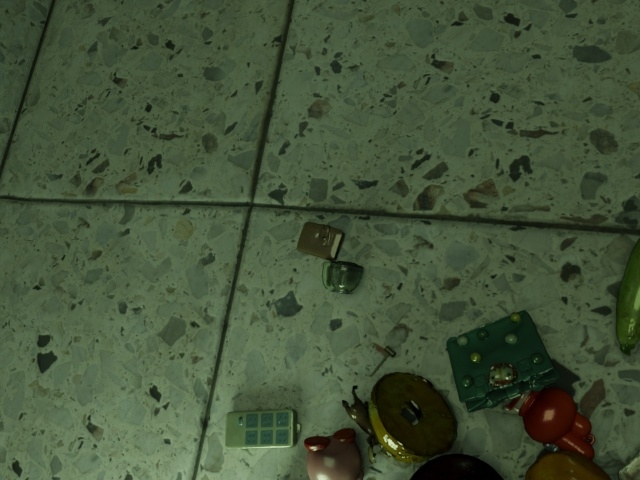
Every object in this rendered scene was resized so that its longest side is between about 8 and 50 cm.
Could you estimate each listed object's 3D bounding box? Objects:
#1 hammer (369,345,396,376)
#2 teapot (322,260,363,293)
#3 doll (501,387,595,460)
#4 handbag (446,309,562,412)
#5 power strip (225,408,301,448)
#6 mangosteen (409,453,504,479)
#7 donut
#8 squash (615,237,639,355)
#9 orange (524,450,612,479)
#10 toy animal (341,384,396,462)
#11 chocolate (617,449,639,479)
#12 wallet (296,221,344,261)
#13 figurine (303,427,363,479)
[{"bbox_3d":[0.191,0.384,1.903,0.035,0.019,0.110,39,95,26],"label":"hammer"},{"bbox_3d":[0.062,0.121,1.982,0.149,0.111,0.108,9,91,18],"label":"teapot"},{"bbox_3d":[0.623,0.478,1.648,0.290,0.130,0.161,36,86,18],"label":"doll"},{"bbox_3d":[0.493,0.322,1.679,0.268,0.100,0.274,-23,23,15],"label":"handbag"},{"bbox_3d":[-0.195,0.611,1.959,0.270,0.046,0.118,-8,71,19],"label":"power strip"},{"bbox_3d":[0.373,0.715,1.554,0.346,0.306,0.307,7,73,57],"label":"mangosteen"},{"bbox_3d":[0.253,0.511,1.731,0.272,0.272,0.107,48,135,26],"label":"donut"},{"bbox_3d":[0.885,0.133,1.666,0.118,0.118,0.371,22,87,25],"label":"squash"},{"bbox_3d":[0.632,0.669,1.527,0.248,0.183,0.249,5,104,19],"label":"orange"},{"bbox_3d":[0.140,0.557,1.800,0.093,0.214,0.186,-36,34,-2],"label":"toy animal"},{"bbox_3d":[0.899,0.574,1.540,0.254,0.080,0.157,-47,49,0],"label":"chocolate"},{"bbox_3d":[0.000,0.000,2.081,0.152,0.039,0.118,14,81,25],"label":"wallet"},{"bbox_3d":[0.041,0.661,1.792,0.173,0.173,0.173,-6,72,19],"label":"figurine"}]
